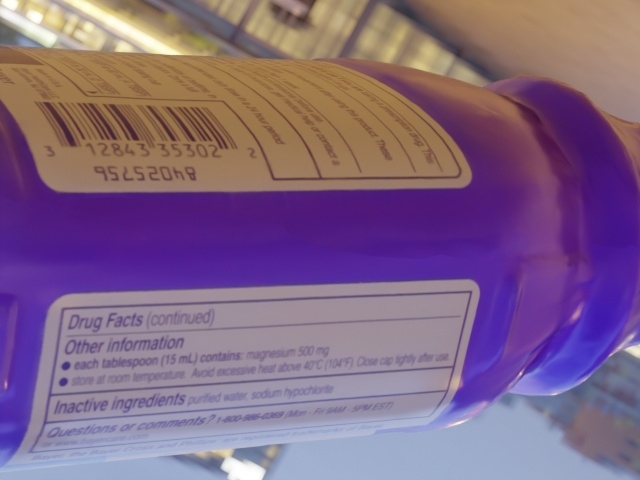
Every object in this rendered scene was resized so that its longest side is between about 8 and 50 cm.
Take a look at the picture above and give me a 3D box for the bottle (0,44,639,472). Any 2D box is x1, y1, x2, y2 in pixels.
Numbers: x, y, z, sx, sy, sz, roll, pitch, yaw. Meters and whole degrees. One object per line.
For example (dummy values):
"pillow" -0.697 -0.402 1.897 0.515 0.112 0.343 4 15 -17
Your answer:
"bottle" 0.000 0.000 0.465 0.283 0.092 0.118 -2 -158 -34
